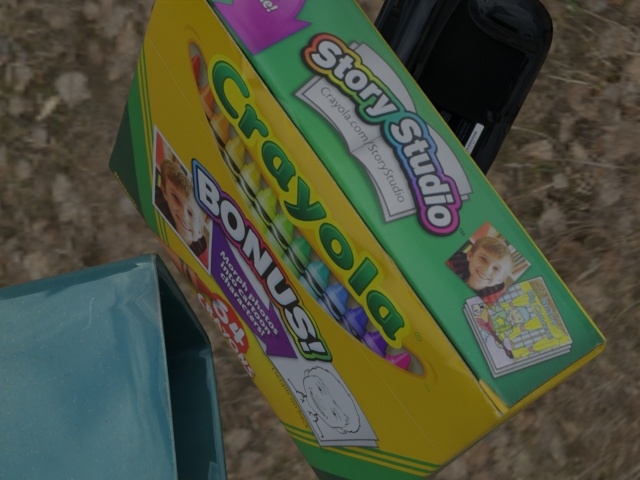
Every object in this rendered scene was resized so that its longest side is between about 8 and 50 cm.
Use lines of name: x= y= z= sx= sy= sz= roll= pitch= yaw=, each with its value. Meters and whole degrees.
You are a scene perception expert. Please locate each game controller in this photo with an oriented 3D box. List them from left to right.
game controller: x=0.100 y=-0.120 z=1.397 sx=0.166 sy=0.067 sz=0.319 roll=24 pitch=111 yaw=-6

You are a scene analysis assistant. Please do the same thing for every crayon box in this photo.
crayon box: x=0.000 y=0.000 z=1.002 sx=0.363 sy=0.106 sz=0.313 roll=55 pitch=155 yaw=11

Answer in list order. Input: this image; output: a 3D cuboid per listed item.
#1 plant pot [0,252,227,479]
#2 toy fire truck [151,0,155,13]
plant pot: x=-0.168 y=0.122 z=0.646 sx=0.234 sy=0.165 sz=0.165 roll=-8 pitch=71 yaw=2
toy fire truck: x=-0.047 y=-0.330 z=1.519 sx=0.158 sy=0.246 sz=0.217 roll=136 pitch=134 yaw=-60
